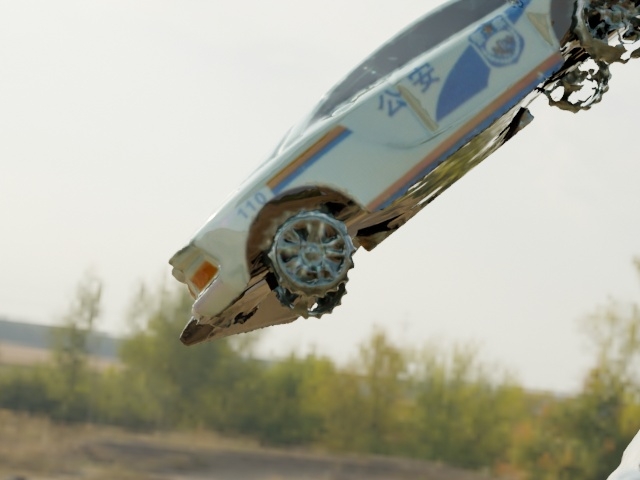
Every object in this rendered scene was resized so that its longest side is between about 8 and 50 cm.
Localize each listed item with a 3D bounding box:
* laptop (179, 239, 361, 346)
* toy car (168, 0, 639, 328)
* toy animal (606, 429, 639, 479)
[{"bbox_3d":[0.000,0.000,0.886,0.016,0.135,0.197,40,12,12],"label":"laptop"},{"bbox_3d":[0.039,-0.039,0.542,0.056,0.205,0.095,51,-4,6],"label":"toy car"},{"bbox_3d":[0.228,0.115,0.814,0.194,0.357,0.258,44,-22,-5],"label":"toy animal"}]
